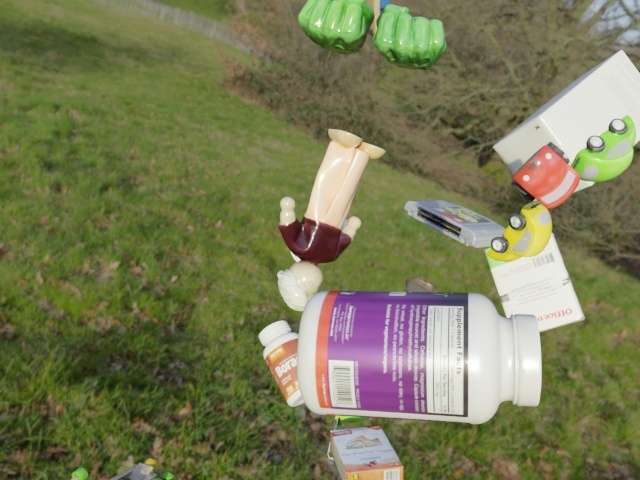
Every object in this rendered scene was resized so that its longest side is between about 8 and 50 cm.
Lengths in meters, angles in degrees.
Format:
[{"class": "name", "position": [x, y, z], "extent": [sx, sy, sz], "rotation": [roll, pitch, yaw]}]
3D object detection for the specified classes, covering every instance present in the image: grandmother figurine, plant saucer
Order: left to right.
[{"class": "grandmother figurine", "position": [0.003, -0.032, 1.134], "extent": [0.207, 0.343, 0.104], "rotation": [17, 4, -33]}, {"class": "plant saucer", "position": [0.215, 0.112, 1.294], "extent": [0.083, 0.015, 0.083], "rotation": [19, 36, -15]}]

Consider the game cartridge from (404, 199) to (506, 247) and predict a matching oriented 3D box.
[{"class": "game cartridge", "position": [0.429, -0.059, 1.883], "extent": [0.196, 0.060, 0.294], "rotation": [0, 23, -40]}]

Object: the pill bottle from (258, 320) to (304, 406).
[{"class": "pill bottle", "position": [-0.083, 0.334, 1.658], "extent": [0.121, 0.121, 0.216], "rotation": [-5, 54, -45]}]

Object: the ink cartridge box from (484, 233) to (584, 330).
[{"class": "ink cartridge box", "position": [0.625, 0.129, 1.763], "extent": [0.114, 0.198, 0.273], "rotation": [21, 52, -61]}]

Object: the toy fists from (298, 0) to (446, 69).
[{"class": "toy fists", "position": [0.097, -0.390, 1.120], "extent": [0.279, 0.096, 0.142], "rotation": [17, 12, 9]}]

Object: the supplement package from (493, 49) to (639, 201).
[{"class": "supplement package", "position": [0.561, -0.239, 1.309], "extent": [0.293, 0.175, 0.178], "rotation": [-37, 91, -21]}]

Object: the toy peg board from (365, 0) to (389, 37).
[{"class": "toy peg board", "position": [0.098, -0.535, 1.243], "extent": [0.079, 0.161, 0.161], "rotation": [-29, 54, -14]}]

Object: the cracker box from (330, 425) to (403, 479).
[{"class": "cracker box", "position": [0.123, 0.605, 1.682], "extent": [0.155, 0.067, 0.232], "rotation": [-3, 10, -10]}]

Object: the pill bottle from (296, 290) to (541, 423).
[{"class": "pill bottle", "position": [0.138, 0.164, 0.861], "extent": [0.322, 0.182, 0.181], "rotation": [0, 24, 13]}]

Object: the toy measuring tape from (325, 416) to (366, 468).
[{"class": "toy measuring tape", "position": [0.100, 0.562, 1.882], "extent": [0.121, 0.121, 0.330], "rotation": [22, 44, -5]}]

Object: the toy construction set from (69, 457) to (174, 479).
[{"class": "toy construction set", "position": [-0.414, 0.638, 1.509], "extent": [0.308, 0.258, 0.237], "rotation": [-11, 14, 28]}]

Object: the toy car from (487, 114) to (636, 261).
[{"class": "toy car", "position": [0.314, -0.073, 0.738], "extent": [0.225, 0.239, 0.053], "rotation": [-36, 65, -12]}]

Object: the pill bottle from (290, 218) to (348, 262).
[{"class": "pill bottle", "position": [0.000, 0.000, 1.798], "extent": [0.108, 0.180, 0.108], "rotation": [36, 35, -30]}]
